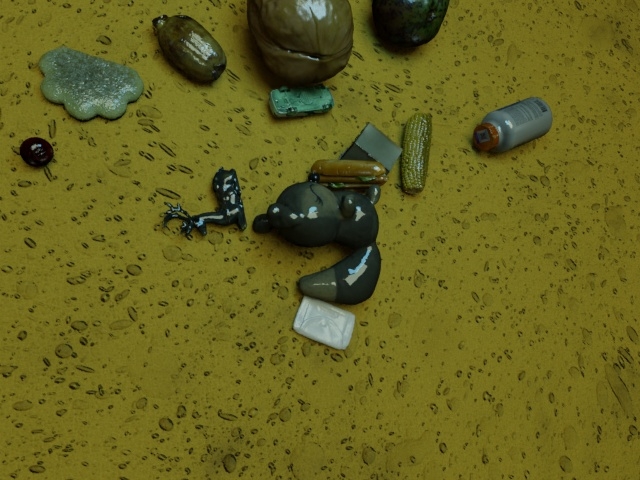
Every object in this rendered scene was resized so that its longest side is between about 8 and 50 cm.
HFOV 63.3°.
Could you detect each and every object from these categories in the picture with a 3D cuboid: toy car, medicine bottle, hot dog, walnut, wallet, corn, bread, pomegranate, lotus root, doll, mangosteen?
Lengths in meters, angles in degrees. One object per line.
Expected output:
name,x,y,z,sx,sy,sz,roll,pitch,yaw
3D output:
toy car,-0.062,-0.449,1.691,0.224,0.076,0.090,-14,79,-31
medicine bottle,0.699,-0.417,1.908,0.289,0.157,0.156,-23,84,-24
hot dog,0.083,-0.199,1.610,0.250,0.100,0.068,4,46,19
walnut,-0.063,-0.682,1.598,0.308,0.354,0.397,-14,65,-25
wallet,0.014,0.244,1.545,0.183,0.032,0.124,24,66,-11
corn,0.325,-0.310,1.779,0.102,0.101,0.310,16,72,-15
bread,-0.663,-0.438,1.487,0.287,0.056,0.207,10,70,-15
pomegranate,0.286,-0.853,1.855,0.285,0.284,0.340,-21,50,-24
lotus root,-0.403,-0.595,1.583,0.260,0.128,0.145,39,76,-4
doll,0.009,-0.002,1.501,0.383,0.252,0.378,-4,76,-14
mangosteen,-0.759,-0.236,1.385,0.081,0.081,0.080,5,73,-18

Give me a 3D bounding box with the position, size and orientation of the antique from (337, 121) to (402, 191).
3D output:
antique,0.156,-0.271,1.673,0.152,0.147,0.148,39,55,-6

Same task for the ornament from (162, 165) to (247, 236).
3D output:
ornament,-0.343,-0.108,1.491,0.236,0.080,0.202,-11,83,-22
